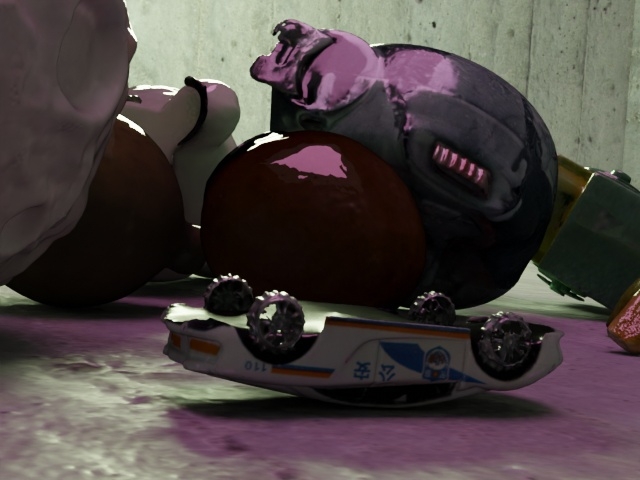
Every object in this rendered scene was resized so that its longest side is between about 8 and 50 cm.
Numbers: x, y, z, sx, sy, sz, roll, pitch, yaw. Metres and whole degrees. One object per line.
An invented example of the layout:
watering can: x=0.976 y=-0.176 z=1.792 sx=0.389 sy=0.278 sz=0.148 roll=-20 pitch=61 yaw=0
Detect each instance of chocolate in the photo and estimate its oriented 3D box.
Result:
chocolate: x=0.000 y=0.000 z=0.865 sx=0.176 sy=0.177 sz=0.177 roll=4 pitch=2 yaw=0

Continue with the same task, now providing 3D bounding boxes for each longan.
longan: x=-0.183 y=-0.024 z=0.907 sx=0.204 sy=0.159 sz=0.185 roll=21 pitch=-3 yaw=-13

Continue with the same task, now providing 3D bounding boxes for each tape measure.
tape measure: x=0.068 y=-0.050 z=1.031 sx=0.275 sy=0.147 sz=0.256 roll=19 pitch=-31 yaw=7

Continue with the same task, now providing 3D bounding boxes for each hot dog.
hot dog: x=0.269 y=0.037 z=0.870 sx=0.137 sy=0.028 sz=0.044 roll=-39 pitch=46 yaw=-17

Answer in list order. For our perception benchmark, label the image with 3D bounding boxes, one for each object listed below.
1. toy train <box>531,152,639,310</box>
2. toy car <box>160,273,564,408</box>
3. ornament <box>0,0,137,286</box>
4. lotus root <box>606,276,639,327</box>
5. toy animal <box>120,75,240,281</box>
toy train: x=0.199 y=-0.058 z=1.225 sx=0.369 sy=0.150 sz=0.237 roll=31 pitch=6 yaw=11
toy car: x=0.024 y=0.051 z=0.570 sx=0.204 sy=0.056 sz=0.095 roll=7 pitch=1 yaw=-21
ornament: x=-0.277 y=-0.104 z=0.647 sx=0.337 sy=0.337 sz=0.337 roll=4 pitch=2 yaw=0
lotus root: x=0.342 y=0.051 z=0.936 sx=0.203 sy=0.078 sz=0.183 roll=8 pitch=5 yaw=43
toy animal: x=-0.127 y=-0.041 z=1.193 sx=0.257 sy=0.194 sz=0.357 roll=-18 pitch=-15 yaw=22
